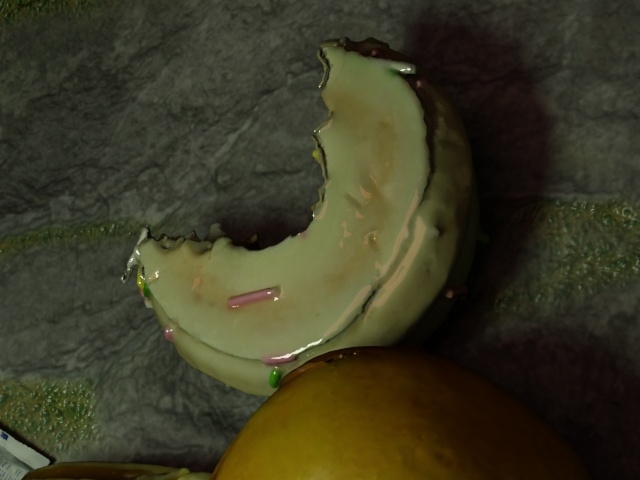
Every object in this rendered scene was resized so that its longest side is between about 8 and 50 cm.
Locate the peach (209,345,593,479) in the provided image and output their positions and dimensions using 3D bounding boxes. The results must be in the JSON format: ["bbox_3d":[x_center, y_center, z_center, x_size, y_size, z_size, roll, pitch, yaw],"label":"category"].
[{"bbox_3d":[0.067,0.256,1.404,0.373,0.290,0.372,-10,68,25],"label":"peach"}]

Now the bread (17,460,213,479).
[{"bbox_3d":[-0.227,0.377,1.574,0.300,0.210,0.341,2,72,32],"label":"bread"}]

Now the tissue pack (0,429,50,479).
[{"bbox_3d":[-0.384,0.297,1.797,0.122,0.026,0.193,27,85,34],"label":"tissue pack"}]

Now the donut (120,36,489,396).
[{"bbox_3d":[0.009,-0.001,1.623,0.371,0.150,0.307,-47,55,6],"label":"donut"}]
